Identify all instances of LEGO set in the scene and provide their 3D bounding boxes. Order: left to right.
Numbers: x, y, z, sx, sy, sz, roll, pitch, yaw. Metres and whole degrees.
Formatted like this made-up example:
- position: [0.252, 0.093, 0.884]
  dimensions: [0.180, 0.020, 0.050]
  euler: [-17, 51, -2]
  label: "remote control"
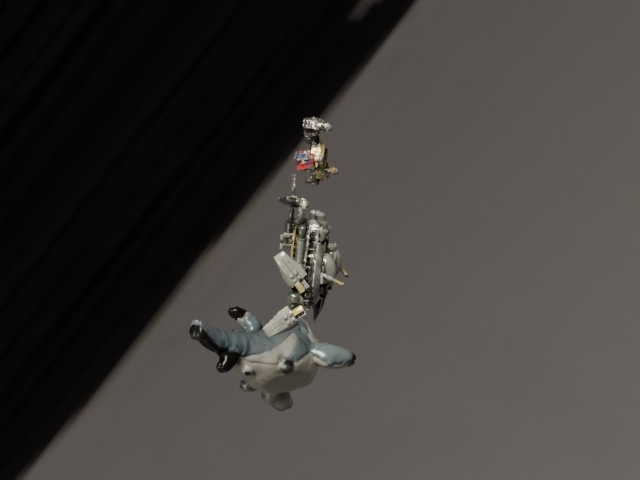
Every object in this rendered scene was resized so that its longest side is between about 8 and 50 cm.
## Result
- position: [0.000, -0.002, 0.586]
  dimensions: [0.023, 0.083, 0.054]
  euler: [6, -23, 7]
  label: "LEGO set"

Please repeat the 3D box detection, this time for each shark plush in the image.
- position: [-0.050, 0.078, 1.302]
  dimensions: [0.161, 0.073, 0.067]
  euler: [2, 54, -50]
  label: "shark plush"
